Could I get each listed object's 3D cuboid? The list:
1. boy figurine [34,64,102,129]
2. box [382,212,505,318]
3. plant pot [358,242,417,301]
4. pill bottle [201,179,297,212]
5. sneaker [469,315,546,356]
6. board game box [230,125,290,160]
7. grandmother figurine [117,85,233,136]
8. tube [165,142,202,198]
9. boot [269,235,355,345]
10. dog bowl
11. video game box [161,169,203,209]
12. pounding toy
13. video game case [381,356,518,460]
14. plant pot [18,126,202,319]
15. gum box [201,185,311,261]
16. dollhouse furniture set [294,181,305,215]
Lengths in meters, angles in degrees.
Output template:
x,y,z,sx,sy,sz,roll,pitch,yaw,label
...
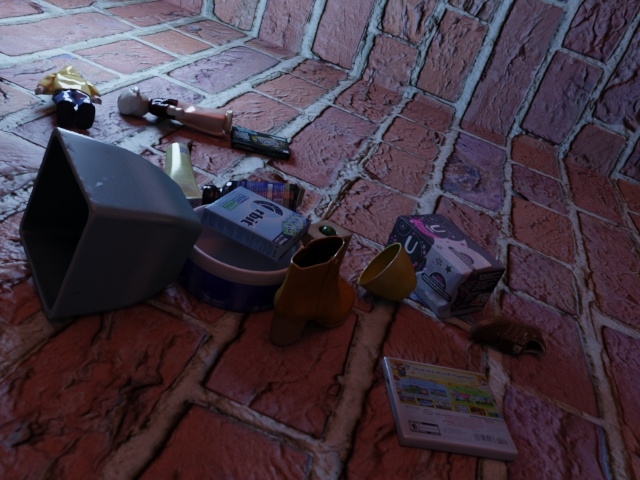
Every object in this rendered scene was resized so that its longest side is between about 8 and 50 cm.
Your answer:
x,y,z,sx,sy,sz,roll,pitch,yaw,label
-0.721,-0.420,1.770,0.177,0.092,0.285,0,34,-31,boy figurine
0.297,0.054,1.541,0.163,0.142,0.247,-4,37,-37,box
0.168,0.086,1.443,0.095,0.134,0.134,45,28,-10,plant pot
-0.168,-0.081,1.485,0.219,0.122,0.122,3,31,-4,pill bottle
0.435,0.222,1.419,0.189,0.066,0.071,9,32,-18,sneaker
-0.192,-0.309,1.974,0.186,0.026,0.126,11,30,-15,board game box
-0.444,-0.395,1.902,0.343,0.103,0.208,9,3,-14,grandmother figurine
-0.343,-0.159,1.507,0.062,0.070,0.240,43,14,-34,tube
0.015,0.079,1.253,0.104,0.211,0.295,33,31,21,boot
-0.174,0.032,1.326,0.265,0.104,0.265,15,29,-9,dog bowl
-0.409,-0.114,1.488,0.205,0.048,0.187,27,27,11,video game box
0.000,0.000,1.449,0.100,0.141,0.130,38,34,30,pounding toy
0.239,0.316,1.182,0.227,0.026,0.206,12,30,-12,video game case
-0.376,-0.025,1.158,0.252,0.247,0.247,4,38,-44,plant pot
-0.133,-0.040,1.323,0.185,0.041,0.157,27,29,10,gum box
-0.098,-0.105,1.599,0.081,0.114,0.091,-7,41,-33,dollhouse furniture set
